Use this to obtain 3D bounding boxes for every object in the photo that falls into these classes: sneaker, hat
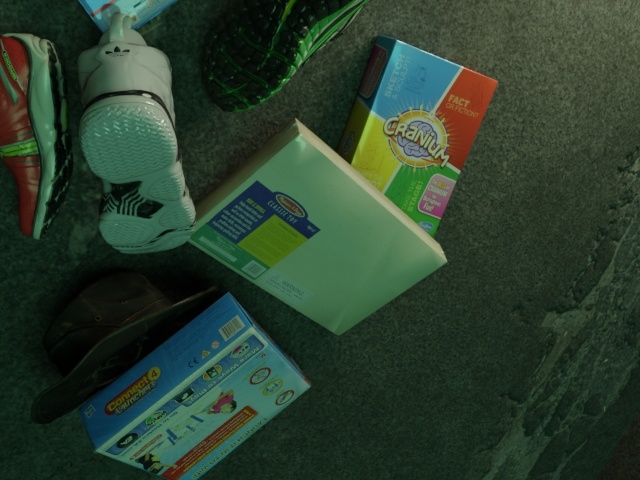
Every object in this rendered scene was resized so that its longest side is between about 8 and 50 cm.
[{"bbox_3d":[-0.411,-0.139,0.841,0.118,0.107,0.279,4,110,-9],"label":"sneaker"},{"bbox_3d":[-0.258,-0.135,0.878,0.137,0.210,0.366,-6,153,-12],"label":"sneaker"},{"bbox_3d":[-0.030,-0.309,0.900,0.343,0.146,0.134,-37,83,18],"label":"sneaker"},{"bbox_3d":[-0.327,0.134,0.966,0.331,0.331,0.134,-38,80,-8],"label":"hat"}]

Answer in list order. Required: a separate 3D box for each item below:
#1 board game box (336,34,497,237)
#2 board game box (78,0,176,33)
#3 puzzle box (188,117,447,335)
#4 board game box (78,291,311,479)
[{"bbox_3d":[0.157,-0.177,1.115,0.242,0.064,0.317,10,109,-30],"label":"board game box"},{"bbox_3d":[-0.278,-0.393,0.804,0.160,0.039,0.211,-37,126,-6],"label":"board game box"},{"bbox_3d":[0.000,0.000,1.070,0.272,0.052,0.409,-36,129,21],"label":"puzzle box"},{"bbox_3d":[-0.201,0.275,1.081,0.308,0.086,0.302,-38,145,-6],"label":"board game box"}]
